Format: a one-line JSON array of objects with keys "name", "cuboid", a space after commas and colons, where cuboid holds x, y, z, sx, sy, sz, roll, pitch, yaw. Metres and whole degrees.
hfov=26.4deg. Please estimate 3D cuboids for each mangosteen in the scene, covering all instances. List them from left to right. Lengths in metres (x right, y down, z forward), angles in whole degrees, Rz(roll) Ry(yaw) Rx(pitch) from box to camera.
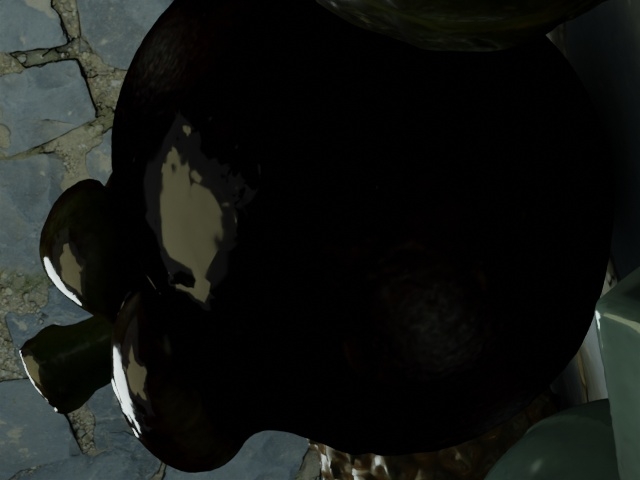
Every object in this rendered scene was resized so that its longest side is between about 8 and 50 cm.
[{"name": "mangosteen", "cuboid": [0.006, -0.011, 0.736, 0.297, 0.313, 0.297, 25, 136, 27]}]

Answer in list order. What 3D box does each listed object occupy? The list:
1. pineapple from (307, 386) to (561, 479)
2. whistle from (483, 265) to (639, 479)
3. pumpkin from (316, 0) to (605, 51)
[{"name": "pineapple", "cuboid": [0.123, 0.234, 1.056, 0.202, 0.202, 0.362, -129, 18, -86]}, {"name": "whistle", "cuboid": [0.123, 0.107, 0.531, 0.163, 0.163, 0.290, -107, 5, -63]}, {"name": "pumpkin", "cuboid": [0.030, -0.193, 0.508, 0.260, 0.189, 0.260, 164, 90, -88]}]
